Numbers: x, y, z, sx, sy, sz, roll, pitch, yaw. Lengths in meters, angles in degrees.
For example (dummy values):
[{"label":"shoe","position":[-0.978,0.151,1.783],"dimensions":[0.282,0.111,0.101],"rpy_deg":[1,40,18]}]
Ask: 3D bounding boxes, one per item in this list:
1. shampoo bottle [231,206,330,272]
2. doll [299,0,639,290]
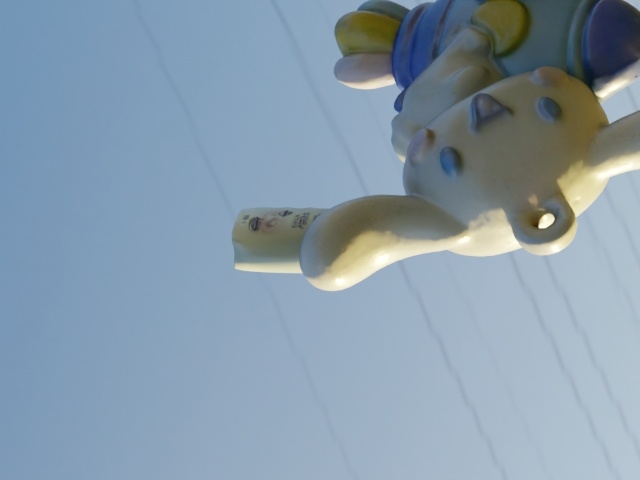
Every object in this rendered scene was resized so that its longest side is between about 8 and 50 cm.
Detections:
[{"label":"shampoo bottle","position":[0.000,0.000,1.258],"dimensions":[0.077,0.152,0.045],"rpy_deg":[-69,-21,-59]},{"label":"doll","position":[0.158,-0.133,1.255],"dimensions":[0.187,0.376,0.365],"rpy_deg":[91,174,-47]}]
